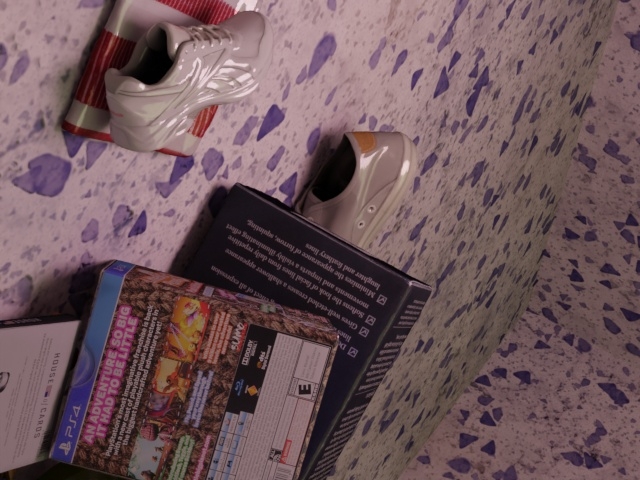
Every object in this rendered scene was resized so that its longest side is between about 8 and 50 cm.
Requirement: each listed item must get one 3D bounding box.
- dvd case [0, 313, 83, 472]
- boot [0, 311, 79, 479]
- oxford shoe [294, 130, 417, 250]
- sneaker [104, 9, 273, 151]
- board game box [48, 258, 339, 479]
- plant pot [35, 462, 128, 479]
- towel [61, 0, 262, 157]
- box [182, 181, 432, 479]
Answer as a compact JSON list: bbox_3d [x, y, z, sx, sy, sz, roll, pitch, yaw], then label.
[{"bbox_3d":[-0.359,0.171,1.024,0.239,0.030,0.179,0,108,-65],"label":"dvd case"},{"bbox_3d":[-0.351,0.191,1.166,0.152,0.073,0.197,-46,157,-40],"label":"boot"},{"bbox_3d":[0.000,0.000,1.617,0.130,0.169,0.449,19,113,-26],"label":"oxford shoe"},{"bbox_3d":[-0.136,-0.196,1.046,0.232,0.090,0.115,-44,149,-28],"label":"sneaker"},{"bbox_3d":[-0.151,0.176,1.191,0.141,0.291,0.232,-141,-113,-83],"label":"board game box"},{"bbox_3d":[-0.246,0.473,1.297,0.366,0.366,0.353,-46,123,-31],"label":"plant pot"},{"bbox_3d":[-0.148,-0.253,1.098,0.329,0.037,0.237,-64,157,9],"label":"towel"},{"bbox_3d":[-0.067,0.164,1.408,0.395,0.293,0.212,-60,165,2],"label":"box"}]
